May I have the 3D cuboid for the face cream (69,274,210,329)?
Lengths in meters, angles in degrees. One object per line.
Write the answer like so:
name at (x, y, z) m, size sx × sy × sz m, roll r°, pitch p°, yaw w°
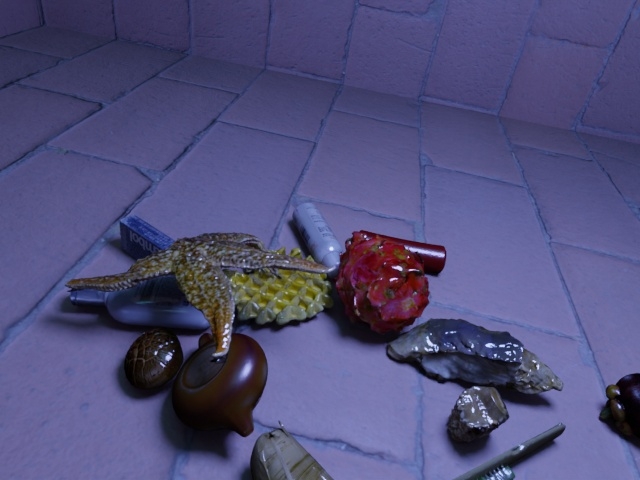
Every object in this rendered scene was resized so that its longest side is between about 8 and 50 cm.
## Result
face cream at (-0.368, 0.123, 1.009) m, size 0.292 × 0.070 × 0.143 m, roll 5°, pitch 33°, yaw -9°

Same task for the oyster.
oyster at (0.323, 0.234, 0.995) m, size 0.342 × 0.110 × 0.166 m, roll 15°, pitch 28°, yaw 29°

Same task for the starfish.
starfish at (-0.213, 0.072, 0.926) m, size 0.384 × 0.132 × 0.398 m, roll 25°, pitch 29°, yaw 35°

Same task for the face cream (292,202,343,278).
face cream at (0.000, 0.000, 1.267) m, size 0.082 × 0.081 × 0.269 m, roll -5°, pitch 37°, yaw -20°

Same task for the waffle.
waffle at (-0.105, 0.106, 1.117) m, size 0.262 × 0.056 × 0.250 m, roll -3°, pitch 38°, yaw -22°

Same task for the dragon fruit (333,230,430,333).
dragon fruit at (0.128, 0.087, 1.083) m, size 0.205 × 0.210 × 0.268 m, roll -28°, pitch 48°, yaw -4°

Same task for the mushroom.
mushroom at (-0.307, 0.216, 0.883) m, size 0.109 × 0.084 × 0.126 m, roll -20°, pitch 30°, yaw -37°

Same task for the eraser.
eraser at (-0.387, 0.025, 1.127) m, size 0.213 × 0.091 × 0.046 m, roll 29°, pitch 38°, yaw 22°

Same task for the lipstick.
lipstick at (0.214, 0.030, 1.282) m, size 0.242 × 0.080 × 0.080 m, roll 11°, pitch 35°, yaw 2°

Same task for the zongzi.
zongzi at (-0.071, 0.396, 0.693) m, size 0.198 × 0.099 × 0.194 m, roll -27°, pitch 49°, yaw -32°

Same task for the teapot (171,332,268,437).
teapot at (-0.173, 0.251, 0.854) m, size 0.178 × 0.135 × 0.252 m, roll -33°, pitch 28°, yaw -8°

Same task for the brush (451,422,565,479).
brush at (0.333, 0.391, 0.832) m, size 0.283 × 0.054 × 0.048 m, roll -12°, pitch 50°, yaw -29°

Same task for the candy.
candy at (0.284, 0.321, 0.870) m, size 0.096 × 0.110 × 0.085 m, roll -8°, pitch 47°, yaw -7°

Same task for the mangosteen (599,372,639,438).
mangosteen at (0.629, 0.333, 0.944) m, size 0.140 × 0.140 × 0.140 m, roll 7°, pitch 35°, yaw -5°
